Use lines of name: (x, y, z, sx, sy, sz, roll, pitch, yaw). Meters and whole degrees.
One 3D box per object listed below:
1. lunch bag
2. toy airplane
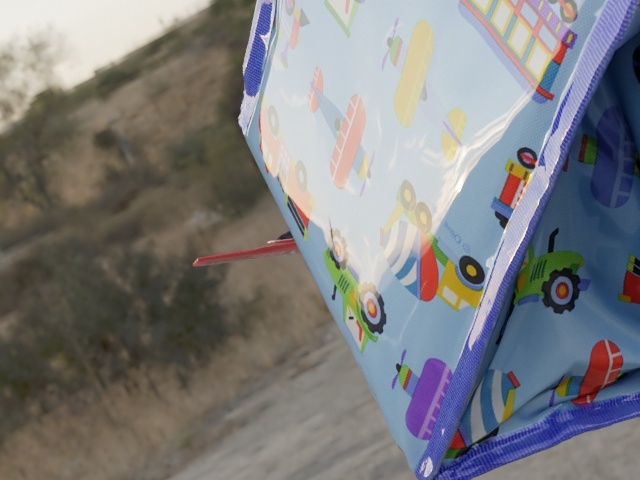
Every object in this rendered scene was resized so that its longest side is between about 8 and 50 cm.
lunch bag: (0.060, -0.086, 0.571, 0.138, 0.221, 0.293, -17, -37, -14)
toy airplane: (0.000, 0.000, 0.864, 0.151, 0.028, 0.151, -5, 7, 1)
